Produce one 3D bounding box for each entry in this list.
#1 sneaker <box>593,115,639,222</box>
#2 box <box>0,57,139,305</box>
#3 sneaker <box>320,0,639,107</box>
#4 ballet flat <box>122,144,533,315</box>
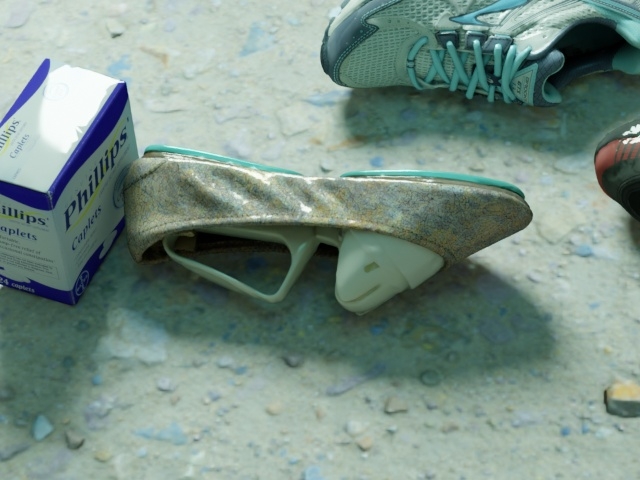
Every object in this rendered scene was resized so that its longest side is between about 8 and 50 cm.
[{"bbox_3d":[0.311,0.000,1.370,0.276,0.097,0.135,28,56,22],"label":"sneaker"},{"bbox_3d":[-0.198,-0.044,1.420,0.072,0.137,0.126,17,54,16],"label":"box"},{"bbox_3d":[0.142,-0.165,1.513,0.283,0.110,0.122,-13,55,-6],"label":"sneaker"},{"bbox_3d":[0.000,0.000,1.409,0.316,0.107,0.106,5,72,15],"label":"ballet flat"}]
